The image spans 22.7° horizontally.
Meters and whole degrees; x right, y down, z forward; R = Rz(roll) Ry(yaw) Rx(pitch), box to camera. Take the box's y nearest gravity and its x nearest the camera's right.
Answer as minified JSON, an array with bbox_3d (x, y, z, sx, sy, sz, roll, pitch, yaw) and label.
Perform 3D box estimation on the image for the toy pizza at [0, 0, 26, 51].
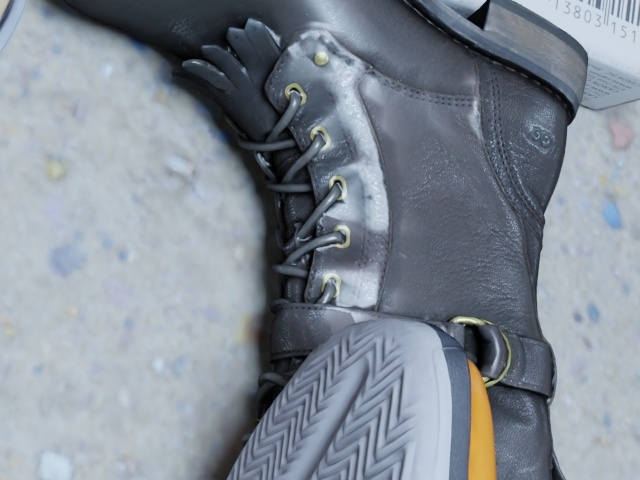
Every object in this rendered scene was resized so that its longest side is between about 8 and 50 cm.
[{"bbox_3d":[-0.197,-0.134,0.585,0.201,0.032,0.201,13,64,-28],"label":"toy pizza"}]

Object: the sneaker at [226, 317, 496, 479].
[{"bbox_3d":[0.046,0.195,0.553,0.180,0.125,0.321,15,80,-33],"label":"sneaker"}]

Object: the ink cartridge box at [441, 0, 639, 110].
[{"bbox_3d":[0.053,-0.227,0.720,0.296,0.066,0.261,18,75,-29],"label":"ink cartridge box"}]

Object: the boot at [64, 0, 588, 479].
[{"bbox_3d":[0.000,0.000,0.625,0.263,0.091,0.229,16,71,-18],"label":"boot"}]
